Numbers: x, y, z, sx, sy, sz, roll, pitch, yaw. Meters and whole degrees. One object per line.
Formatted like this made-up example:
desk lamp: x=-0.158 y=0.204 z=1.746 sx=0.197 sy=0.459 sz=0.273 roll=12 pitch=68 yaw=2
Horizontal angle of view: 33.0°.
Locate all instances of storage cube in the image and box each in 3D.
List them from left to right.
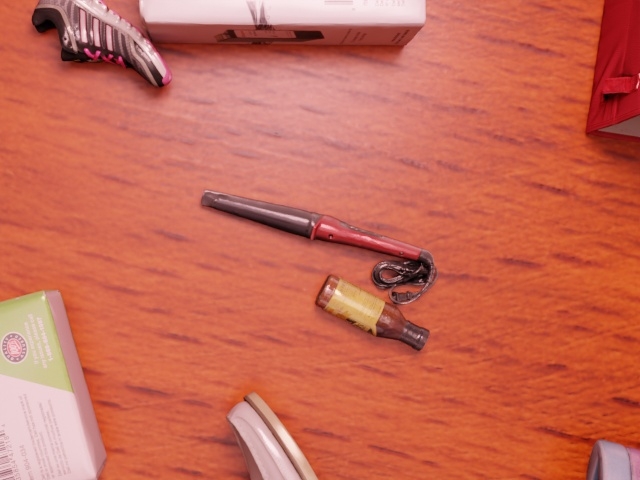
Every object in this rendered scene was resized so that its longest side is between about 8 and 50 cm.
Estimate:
storage cube: x=0.410 y=-0.203 z=1.144 sx=0.215 sy=0.183 sz=0.193 roll=9 pitch=88 yaw=-5

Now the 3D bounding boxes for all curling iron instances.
curling iron: x=0.000 y=0.000 z=1.176 sx=0.274 sy=0.035 sz=0.068 roll=22 pitch=87 yaw=-5

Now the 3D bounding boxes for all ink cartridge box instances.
ink cartridge box: x=-0.379 y=0.180 z=1.097 sx=0.273 sy=0.115 sz=0.198 roll=-15 pitch=90 yaw=-6
ink cartridge box: x=-0.042 y=-0.318 z=1.132 sx=0.289 sy=0.121 sz=0.211 roll=0 pitch=89 yaw=-5

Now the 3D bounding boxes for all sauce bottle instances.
sauce bottle: x=0.058 y=0.082 z=1.177 sx=0.128 sy=0.042 sz=0.042 roll=28 pitch=87 yaw=-3

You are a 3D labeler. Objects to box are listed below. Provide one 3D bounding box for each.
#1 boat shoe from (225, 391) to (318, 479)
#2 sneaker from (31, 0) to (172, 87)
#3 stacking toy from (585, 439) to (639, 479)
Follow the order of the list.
boat shoe: x=-0.034 y=0.309 z=1.131 sx=0.103 sy=0.113 sz=0.302 roll=-27 pitch=93 yaw=-11
sneaker: x=-0.235 y=-0.207 z=1.143 sx=0.170 sy=0.063 sz=0.075 roll=39 pitch=86 yaw=1
stacking toy: x=0.301 y=0.362 z=1.090 sx=0.130 sy=0.279 sz=0.308 roll=6 pitch=90 yaw=5
